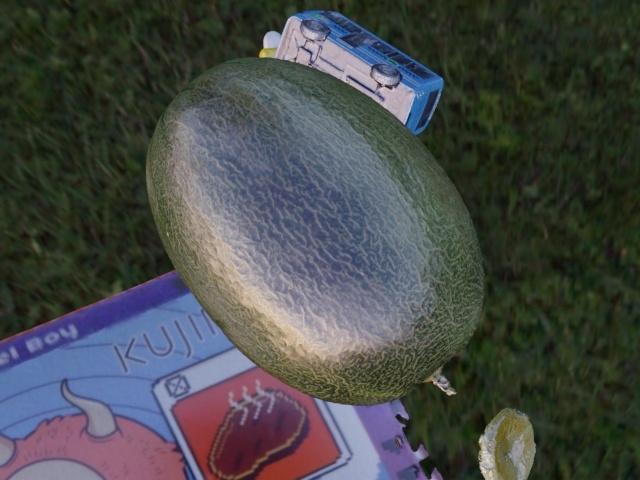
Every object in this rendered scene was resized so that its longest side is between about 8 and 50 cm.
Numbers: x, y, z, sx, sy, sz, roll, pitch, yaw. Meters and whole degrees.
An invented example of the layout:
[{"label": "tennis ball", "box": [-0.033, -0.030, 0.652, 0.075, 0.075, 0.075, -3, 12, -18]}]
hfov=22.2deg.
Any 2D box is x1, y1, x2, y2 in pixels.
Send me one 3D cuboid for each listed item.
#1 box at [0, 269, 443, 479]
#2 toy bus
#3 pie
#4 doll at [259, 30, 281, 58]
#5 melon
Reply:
[{"label": "box", "box": [-0.112, 0.221, 0.910, 0.348, 0.257, 0.319, -21, 70, -16]}, {"label": "toy bus", "box": [0.019, -0.086, 0.838, 0.083, 0.046, 0.038, 35, 124, 21]}, {"label": "pie", "box": [0.177, 0.196, 1.540, 0.020, 0.084, 0.084, 2, 73, 40]}, {"label": "doll", "box": [-0.042, -0.176, 1.812, 0.071, 0.113, 0.135, -2, 59, -17]}, {"label": "melon", "box": [0.000, 0.000, 0.667, 0.114, 0.114, 0.167, -39, 88, -4]}]
